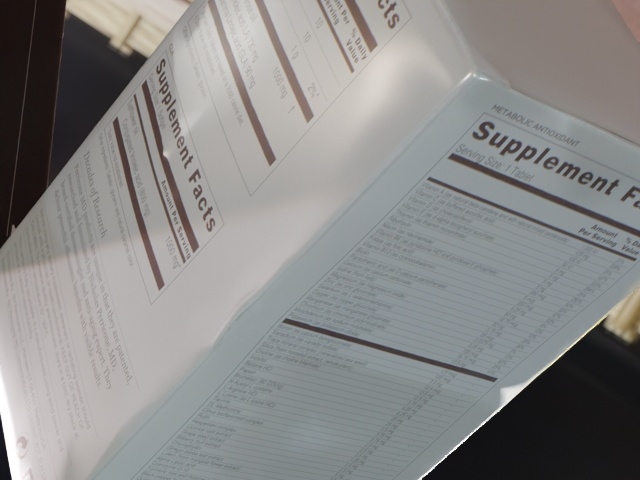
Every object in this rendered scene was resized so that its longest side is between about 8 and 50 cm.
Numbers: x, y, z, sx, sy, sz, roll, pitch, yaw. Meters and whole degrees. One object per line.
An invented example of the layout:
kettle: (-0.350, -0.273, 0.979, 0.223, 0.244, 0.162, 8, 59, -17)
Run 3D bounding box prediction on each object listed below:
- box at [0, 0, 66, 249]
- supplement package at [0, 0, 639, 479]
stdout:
box: (-0.222, -0.113, 0.662, 0.184, 0.103, 0.261, 29, -133, -38)
supplement package: (0.000, 0.000, 0.514, 0.139, 0.244, 0.134, 19, -144, -39)
